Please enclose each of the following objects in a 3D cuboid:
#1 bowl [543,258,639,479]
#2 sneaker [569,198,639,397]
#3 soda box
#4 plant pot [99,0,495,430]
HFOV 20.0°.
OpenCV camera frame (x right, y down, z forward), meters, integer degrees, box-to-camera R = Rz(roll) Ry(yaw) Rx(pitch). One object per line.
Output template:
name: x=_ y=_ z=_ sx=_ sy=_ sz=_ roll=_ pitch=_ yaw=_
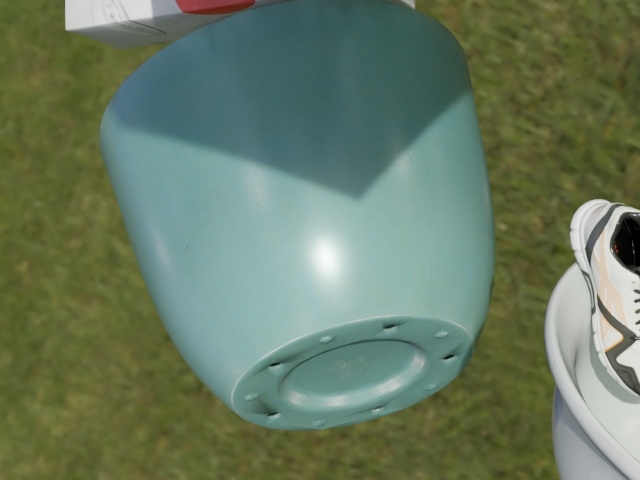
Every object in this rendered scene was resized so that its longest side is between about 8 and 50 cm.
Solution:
bowl: x=0.239 y=0.126 z=0.918 sx=0.298 sy=0.298 sz=0.134 roll=-120 pitch=38 yaw=-50
sneaker: x=0.158 y=0.032 z=0.916 sx=0.109 sy=0.040 sz=0.044 roll=69 pitch=161 yaw=-5
soda box: x=-0.070 y=-0.227 z=1.517 sx=0.286 sy=0.098 sz=0.091 roll=-5 pitch=82 yaw=22
plant pot: x=0.000 y=0.000 z=1.353 sx=0.293 sy=0.293 sz=0.235 roll=-40 pitch=53 yaw=39
